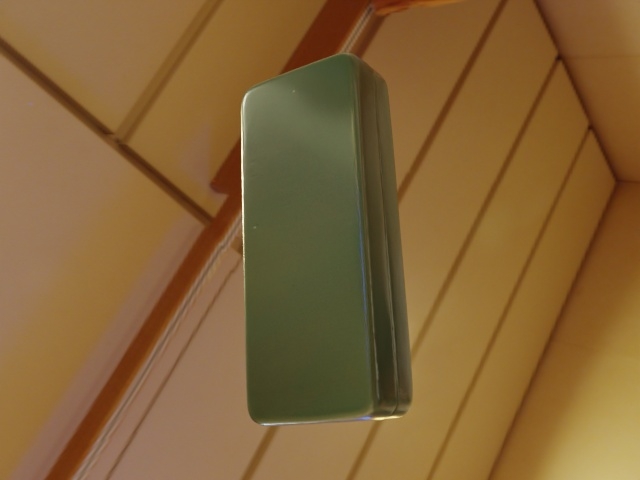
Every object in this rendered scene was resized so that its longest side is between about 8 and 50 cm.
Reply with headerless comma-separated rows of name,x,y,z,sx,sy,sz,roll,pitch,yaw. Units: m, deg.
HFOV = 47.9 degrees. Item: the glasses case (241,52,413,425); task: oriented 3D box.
glasses case,0.000,0.000,0.374,0.039,0.077,0.184,20,-117,-54
